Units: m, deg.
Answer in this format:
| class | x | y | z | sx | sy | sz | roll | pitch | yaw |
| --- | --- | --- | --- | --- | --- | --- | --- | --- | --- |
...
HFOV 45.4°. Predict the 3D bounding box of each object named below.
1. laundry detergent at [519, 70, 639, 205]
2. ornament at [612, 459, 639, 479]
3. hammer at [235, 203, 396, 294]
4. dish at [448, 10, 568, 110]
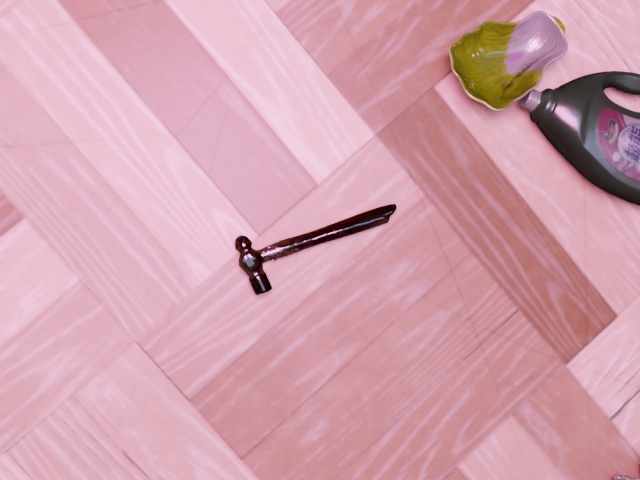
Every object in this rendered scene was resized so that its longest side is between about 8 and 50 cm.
| class | x | y | z | sx | sy | sz | roll | pitch | yaw |
| --- | --- | --- | --- | --- | --- | --- | --- | --- | --- |
| laundry detergent | 0.319 | -0.124 | 0.833 | 0.211 | 0.063 | 0.137 | 23 | 84 | -6 |
| ornament | 0.361 | 0.278 | 0.851 | 0.092 | 0.041 | 0.068 | -44 | 74 | 5 |
| hammer | 0.000 | 0.000 | 0.805 | 0.178 | 0.021 | 0.065 | -20 | 94 | -11 |
| dish | 0.201 | -0.193 | 0.823 | 0.137 | 0.039 | 0.091 | -31 | 83 | -12 |
